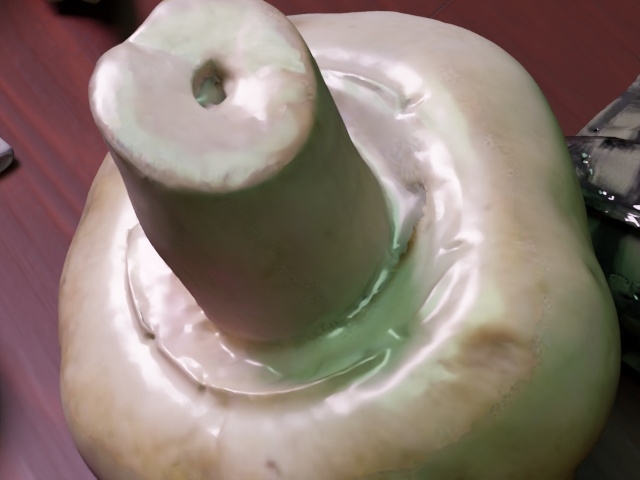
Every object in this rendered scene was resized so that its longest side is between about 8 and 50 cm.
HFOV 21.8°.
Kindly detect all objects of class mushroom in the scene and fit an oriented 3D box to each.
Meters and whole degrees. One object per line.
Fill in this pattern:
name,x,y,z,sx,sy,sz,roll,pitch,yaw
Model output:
mushroom,0.017,0.019,0.951,0.325,0.353,0.353,26,52,-1

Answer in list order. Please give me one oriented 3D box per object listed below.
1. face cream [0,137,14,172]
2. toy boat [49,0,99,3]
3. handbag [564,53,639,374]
face cream,-0.267,-0.076,1.245,0.040,0.021,0.083,-36,56,-27
toy boat,-0.197,-0.248,1.349,0.071,0.089,0.185,-34,43,32
handbag,0.309,-0.028,1.100,0.327,0.162,0.325,30,52,35
